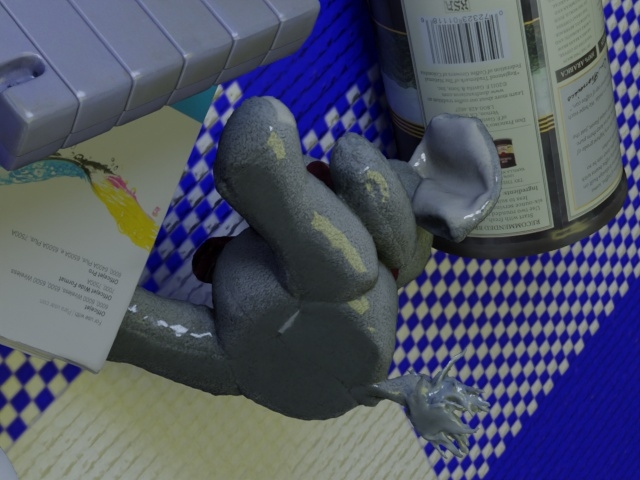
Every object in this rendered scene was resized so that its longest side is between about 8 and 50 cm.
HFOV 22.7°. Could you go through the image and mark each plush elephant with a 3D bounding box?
[{"bbox_3d":[0.000,0.000,1.259,0.330,0.255,0.272,32,123,-16],"label":"plush elephant"}]

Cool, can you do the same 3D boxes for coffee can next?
[{"bbox_3d":[0.152,-0.152,1.379,0.201,0.201,0.275,-35,126,-34],"label":"coffee can"}]

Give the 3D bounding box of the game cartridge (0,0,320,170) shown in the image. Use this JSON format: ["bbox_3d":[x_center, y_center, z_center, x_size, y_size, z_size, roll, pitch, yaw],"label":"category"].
[{"bbox_3d":[-0.187,-0.215,0.929,0.230,0.355,0.068,-25,159,-42],"label":"game cartridge"}]

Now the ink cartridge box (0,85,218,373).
[{"bbox_3d":[-0.209,-0.058,1.051,0.168,0.171,0.233,26,83,-48],"label":"ink cartridge box"}]

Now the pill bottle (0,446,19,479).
[{"bbox_3d":[-0.377,0.212,0.925,0.392,0.224,0.224,-2,105,-46],"label":"pill bottle"}]
